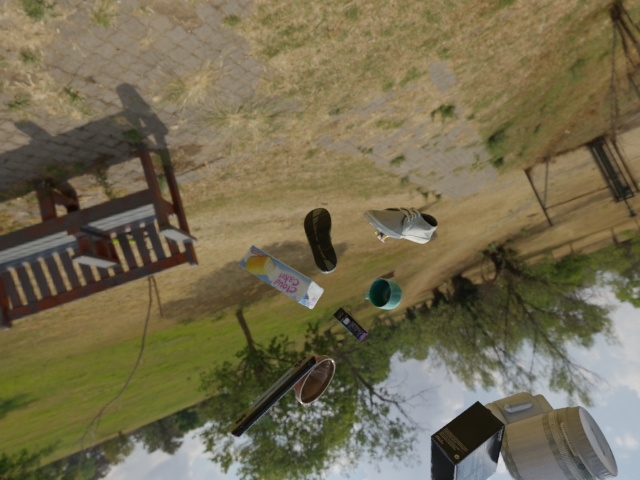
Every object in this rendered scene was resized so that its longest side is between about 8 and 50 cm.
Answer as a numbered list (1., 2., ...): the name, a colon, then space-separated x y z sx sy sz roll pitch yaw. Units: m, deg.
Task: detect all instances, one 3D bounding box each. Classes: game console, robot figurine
1. game console: -0.176 0.582 1.638 0.387 0.060 0.342 -41 169 -16
2. robot figurine: 0.891 0.827 1.972 0.354 0.199 0.299 -15 124 -6

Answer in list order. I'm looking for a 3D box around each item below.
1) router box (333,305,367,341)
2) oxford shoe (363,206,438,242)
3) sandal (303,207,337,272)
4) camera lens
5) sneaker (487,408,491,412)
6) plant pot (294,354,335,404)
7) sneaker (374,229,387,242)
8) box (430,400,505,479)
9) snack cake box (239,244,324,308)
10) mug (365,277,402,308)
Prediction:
1. router box: 0.112 0.304 1.589 0.046 0.133 0.179 -46 171 -1
2. oxford shoe: 0.347 -0.086 1.810 0.450 0.169 0.130 8 125 -44
3. sandal: -0.001 0.001 1.812 0.120 0.302 0.086 -8 159 0
4. camera lens: 0.720 0.654 1.327 0.274 0.219 0.219 -36 162 31
5. sneaker: 0.624 0.737 1.682 0.188 0.067 0.078 -48 169 -38
6. plant pot: -0.050 0.615 1.953 0.110 0.237 0.237 26 -161 34
7. sneaker: 0.359 -0.067 2.113 0.185 0.083 0.070 -42 172 31
8. box: 0.411 0.609 1.214 0.185 0.103 0.261 -24 128 -19
9. snack cake box: -0.133 0.129 1.495 0.089 0.265 0.152 -58 157 -9
10. mug: 0.283 0.230 1.869 0.098 0.129 0.158 15 -169 -38
